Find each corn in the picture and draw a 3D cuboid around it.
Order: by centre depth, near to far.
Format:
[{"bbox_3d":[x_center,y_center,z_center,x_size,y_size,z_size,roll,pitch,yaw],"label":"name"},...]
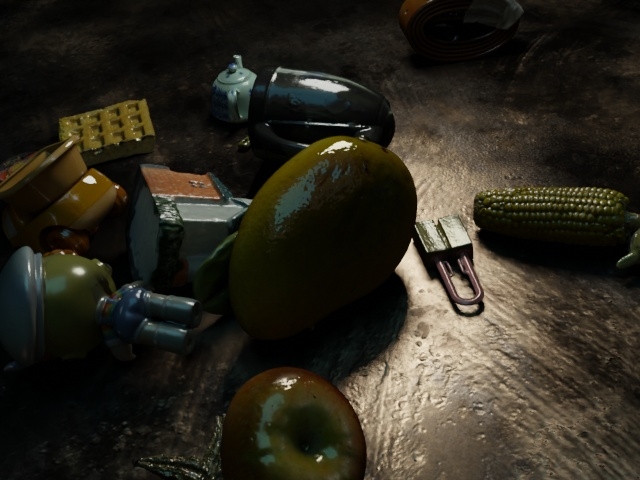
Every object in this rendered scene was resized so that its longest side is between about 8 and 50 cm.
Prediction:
[{"bbox_3d":[0.465,-0.050,1.455,0.321,0.119,0.119,2,40,19],"label":"corn"}]

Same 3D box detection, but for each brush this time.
[{"bbox_3d":[0.258,0.041,1.426,0.103,0.047,0.233,-11,40,-4],"label":"brush"}]

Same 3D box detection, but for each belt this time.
[{"bbox_3d":[0.400,-0.635,2.093,0.338,0.217,0.122,-7,39,-4],"label":"belt"}]

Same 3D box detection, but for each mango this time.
[{"bbox_3d":[0.000,0.000,1.356,0.445,0.301,0.220,-51,24,-18],"label":"mango"}]

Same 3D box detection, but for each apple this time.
[{"bbox_3d":[-0.044,0.304,1.045,0.210,0.173,0.235,20,55,-14],"label":"apple"}]

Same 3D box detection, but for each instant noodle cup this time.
[{"bbox_3d":[-0.666,-0.118,1.698,0.127,0.136,0.127,-5,39,4],"label":"instant noodle cup"}]

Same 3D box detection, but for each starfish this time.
[{"bbox_3d":[-0.173,0.367,1.099,0.227,0.043,0.240,-8,38,-2],"label":"starfish"}]

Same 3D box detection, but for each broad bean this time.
[{"bbox_3d":[-0.155,0.054,1.403,0.072,0.153,0.206,6,25,39],"label":"broad bean"}]

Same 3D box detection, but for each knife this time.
[{"bbox_3d":[-0.123,-0.340,1.969,0.061,0.027,0.343,15,44,31],"label":"knife"}]

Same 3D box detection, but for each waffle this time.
[{"bbox_3d":[-0.570,-0.286,1.953,0.247,0.055,0.221,-16,40,-9],"label":"waffle"}]

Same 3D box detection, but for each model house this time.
[{"bbox_3d":[-0.235,-0.020,1.516,0.300,0.190,0.271,0,30,-24],"label":"model house"}]

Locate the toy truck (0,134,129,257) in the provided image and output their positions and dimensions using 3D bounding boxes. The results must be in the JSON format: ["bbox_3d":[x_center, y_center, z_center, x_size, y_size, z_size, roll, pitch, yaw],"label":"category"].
[{"bbox_3d":[-0.544,-0.072,1.517,0.288,0.212,0.204,-19,27,41],"label":"toy truck"}]

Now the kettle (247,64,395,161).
[{"bbox_3d":[0.007,-0.265,1.694,0.324,0.228,0.321,8,31,12],"label":"kettle"}]

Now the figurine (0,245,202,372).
[{"bbox_3d":[-0.404,0.106,1.301,0.381,0.205,0.225,-6,74,8],"label":"figurine"}]

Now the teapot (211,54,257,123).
[{"bbox_3d":[-0.226,-0.405,1.971,0.158,0.159,0.232,-5,39,3],"label":"teapot"}]

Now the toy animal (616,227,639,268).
[{"bbox_3d":[0.619,0.018,1.375,0.137,0.098,0.098,-33,36,15],"label":"toy animal"}]
